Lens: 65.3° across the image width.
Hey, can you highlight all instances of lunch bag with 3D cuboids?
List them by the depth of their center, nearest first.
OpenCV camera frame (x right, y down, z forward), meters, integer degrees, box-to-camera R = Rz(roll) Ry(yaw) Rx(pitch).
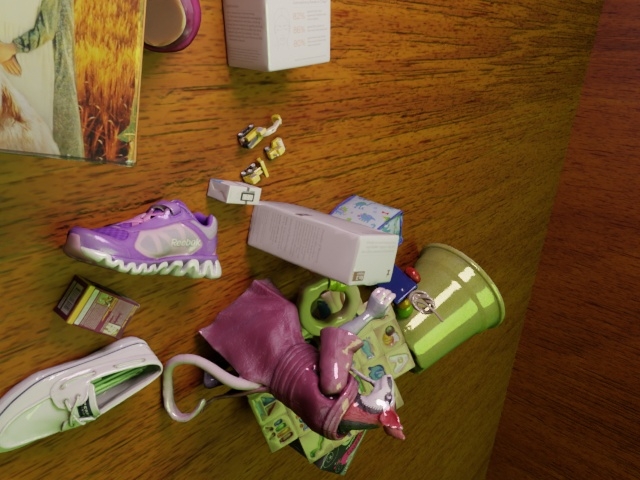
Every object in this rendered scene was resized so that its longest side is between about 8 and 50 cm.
[{"bbox_3d":[0.074,-0.013,0.999,0.151,0.128,0.096,-33,130,-39],"label":"lunch bag"}]

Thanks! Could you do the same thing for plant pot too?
[{"bbox_3d":[0.274,0.189,1.273,0.253,0.276,0.276,-37,134,-19],"label":"plant pot"}]

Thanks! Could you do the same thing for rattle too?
[{"bbox_3d":[0.000,0.133,0.963,0.130,0.142,0.200,-34,127,-27],"label":"rattle"}]

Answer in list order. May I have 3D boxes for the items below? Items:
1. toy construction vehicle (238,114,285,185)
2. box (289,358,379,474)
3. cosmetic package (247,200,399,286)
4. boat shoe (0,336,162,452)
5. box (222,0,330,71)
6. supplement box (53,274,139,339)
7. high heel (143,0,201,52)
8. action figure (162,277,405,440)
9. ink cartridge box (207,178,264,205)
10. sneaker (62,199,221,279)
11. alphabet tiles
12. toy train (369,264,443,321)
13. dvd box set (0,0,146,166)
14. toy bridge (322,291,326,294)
[{"bbox_3d":[-0.091,-0.144,0.802,0.098,0.035,0.086,-44,137,-29],"label":"toy construction vehicle"},{"bbox_3d":[0.028,0.351,1.092,0.247,0.163,0.142,-59,145,-13],"label":"box"},{"bbox_3d":[0.000,0.000,0.822,0.117,0.231,0.086,0,104,-52],"label":"cosmetic package"},{"bbox_3d":[-0.316,0.201,0.654,0.226,0.075,0.083,-33,131,-38],"label":"boat shoe"},{"bbox_3d":[-0.060,-0.335,0.698,0.130,0.091,0.171,-27,127,-42],"label":"box"},{"bbox_3d":[-0.292,0.088,0.656,0.055,0.043,0.083,-61,142,-10],"label":"supplement box"},{"bbox_3d":[-0.242,-0.367,0.489,0.127,0.181,0.377,-23,115,-3],"label":"high heel"},{"bbox_3d":[-0.037,0.199,0.759,0.275,0.370,0.248,-21,122,-41],"label":"action figure"},{"bbox_3d":[-0.128,-0.075,0.778,0.083,0.048,0.028,-1,108,-53],"label":"ink cartridge box"},{"bbox_3d":[-0.223,-0.007,0.666,0.236,0.095,0.105,9,94,-58],"label":"sneaker"},{"bbox_3d":[0.021,0.253,0.985,0.342,0.011,0.285,-25,95,-20],"label":"alphabet tiles"},{"bbox_3d":[0.183,0.131,1.115,0.105,0.248,0.143,-39,145,-10],"label":"toy train"},{"bbox_3d":[-0.279,-0.280,0.363,0.307,0.062,0.421,4,106,-23],"label":"dvd box set"},{"bbox_3d":[-0.024,0.196,1.065,0.188,0.026,0.063,-51,143,-22],"label":"toy bridge"}]
